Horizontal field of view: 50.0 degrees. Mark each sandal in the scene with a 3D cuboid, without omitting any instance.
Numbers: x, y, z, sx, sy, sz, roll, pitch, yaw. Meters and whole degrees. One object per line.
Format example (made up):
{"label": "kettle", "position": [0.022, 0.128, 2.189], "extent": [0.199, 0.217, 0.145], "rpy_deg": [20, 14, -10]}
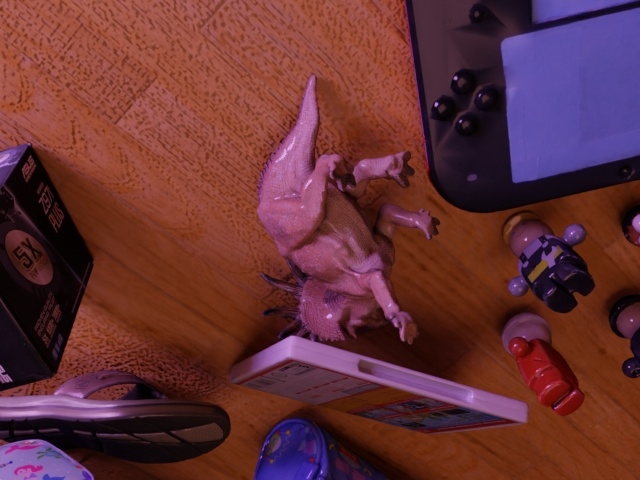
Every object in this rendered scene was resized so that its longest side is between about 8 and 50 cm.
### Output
{"label": "sandal", "position": [-0.252, 0.190, 0.789], "extent": [0.302, 0.086, 0.120], "rpy_deg": [3, 140, 8]}

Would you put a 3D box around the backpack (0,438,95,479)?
{"label": "backpack", "position": [-0.336, 0.331, 0.728], "extent": [0.225, 0.253, 0.191], "rpy_deg": [-21, 106, -37]}

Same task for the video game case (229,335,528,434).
{"label": "video game case", "position": [0.058, 0.174, 0.784], "extent": [0.285, 0.025, 0.204], "rpy_deg": [19, 155, -18]}

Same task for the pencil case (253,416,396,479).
{"label": "pencil case", "position": [0.050, 0.349, 0.901], "extent": [0.306, 0.133, 0.119], "rpy_deg": [40, 77, -28]}

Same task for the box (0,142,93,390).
{"label": "box", "position": [-0.286, 0.021, 0.619], "extent": [0.077, 0.180, 0.147], "rpy_deg": [-15, 122, 4]}

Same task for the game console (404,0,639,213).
{"label": "game console", "position": [0.269, -0.207, 0.618], "extent": [0.386, 0.060, 0.342], "rpy_deg": [-13, 123, 0]}

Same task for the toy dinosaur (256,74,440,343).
{"label": "toy dinosaur", "position": [0.000, 0.000, 0.688], "extent": [0.200, 0.127, 0.296], "rpy_deg": [-12, 112, 43]}

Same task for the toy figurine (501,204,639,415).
{"label": "toy figurine", "position": [0.306, 0.066, 0.752], "extent": [0.213, 0.148, 0.210], "rpy_deg": [-10, 117, 2]}
